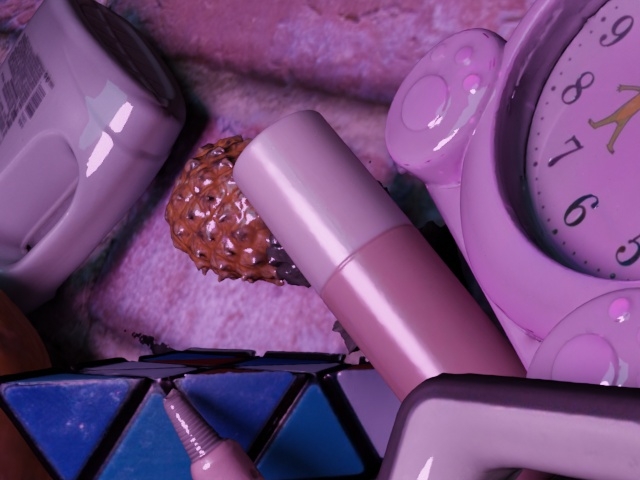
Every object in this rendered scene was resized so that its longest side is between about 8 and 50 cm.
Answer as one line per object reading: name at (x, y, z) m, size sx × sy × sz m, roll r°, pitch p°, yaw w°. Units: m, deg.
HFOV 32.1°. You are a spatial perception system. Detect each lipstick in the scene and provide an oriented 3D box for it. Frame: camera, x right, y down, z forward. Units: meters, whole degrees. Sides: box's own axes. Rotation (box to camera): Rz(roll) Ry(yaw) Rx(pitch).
lipstick at (0.047, 0.038, 0.643) m, size 0.070 × 0.070 × 0.254 m, roll -45°, pitch 71°, yaw 20°

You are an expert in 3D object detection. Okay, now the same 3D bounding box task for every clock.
clock at (0.207, -0.065, 0.580) m, size 0.322 × 0.113 × 0.295 m, roll -43°, pitch 45°, yaw 21°

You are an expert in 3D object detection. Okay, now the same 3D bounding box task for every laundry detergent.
laundry detergent at (-0.294, -0.026, 1.072) m, size 0.398 × 0.125 × 0.264 m, roll -52°, pitch 43°, yaw 14°

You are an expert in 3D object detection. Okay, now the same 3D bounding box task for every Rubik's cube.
Rubik's cube at (-0.081, 0.155, 0.809) m, size 0.234 × 0.284 × 0.250 m, roll -132°, pitch 39°, yaw -67°

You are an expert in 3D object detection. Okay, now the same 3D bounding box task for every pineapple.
pineapple at (0.000, 0.000, 0.774) m, size 0.237 × 0.111 × 0.119 m, roll 19°, pitch 126°, yaw 42°

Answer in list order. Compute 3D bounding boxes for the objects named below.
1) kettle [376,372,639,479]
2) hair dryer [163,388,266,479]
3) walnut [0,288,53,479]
kettle at (0.129, 0.233, 0.392) m, size 0.377 × 0.250 × 0.361 m, roll 16°, pitch 97°, yaw 52°
hair dryer at (-0.038, 0.198, 0.650) m, size 0.220 × 0.053 × 0.195 m, roll 41°, pitch 107°, yaw 3°
walnut at (-0.368, 0.166, 0.920) m, size 0.333 × 0.333 × 0.333 m, roll -23°, pitch 55°, yaw 37°
